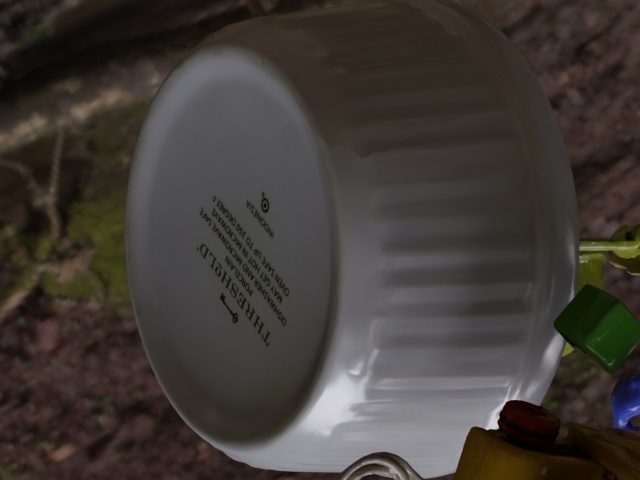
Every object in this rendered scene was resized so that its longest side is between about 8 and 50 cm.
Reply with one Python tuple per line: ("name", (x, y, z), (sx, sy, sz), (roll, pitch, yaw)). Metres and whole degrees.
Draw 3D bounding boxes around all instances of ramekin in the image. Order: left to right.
("ramekin", (0.000, 0.000, 0.786), (0.127, 0.273, 0.273), (-3, 154, -36))

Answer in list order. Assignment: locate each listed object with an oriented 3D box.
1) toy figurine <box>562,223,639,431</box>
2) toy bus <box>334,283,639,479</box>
("toy figurine", (0.286, 0.086, 1.018), (0.362, 0.217, 0.191), (-13, 173, -29))
("toy bus", (0.138, 0.138, 0.650), (0.202, 0.191, 0.104), (-36, -154, -12))
